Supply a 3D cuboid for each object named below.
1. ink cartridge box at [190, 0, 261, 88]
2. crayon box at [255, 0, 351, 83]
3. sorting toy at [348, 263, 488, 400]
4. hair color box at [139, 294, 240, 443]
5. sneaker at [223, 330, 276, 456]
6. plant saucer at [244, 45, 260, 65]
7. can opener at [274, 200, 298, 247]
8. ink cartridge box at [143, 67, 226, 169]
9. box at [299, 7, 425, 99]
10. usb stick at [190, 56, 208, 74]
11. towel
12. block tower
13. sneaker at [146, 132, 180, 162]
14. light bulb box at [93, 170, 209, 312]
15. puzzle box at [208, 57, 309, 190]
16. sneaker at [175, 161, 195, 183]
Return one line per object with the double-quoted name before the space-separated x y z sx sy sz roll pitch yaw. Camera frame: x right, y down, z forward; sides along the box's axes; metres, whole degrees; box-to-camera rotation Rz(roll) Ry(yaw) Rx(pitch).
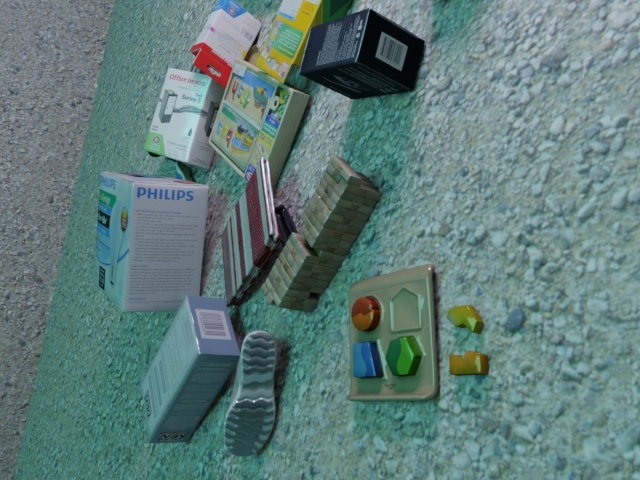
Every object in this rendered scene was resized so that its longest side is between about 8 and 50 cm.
"ink cartridge box" -0.289 -0.580 1.788 0.078 0.134 0.231 14 75 54
"crayon box" -0.033 -0.551 1.506 0.323 0.083 0.203 -63 36 15
"sorting toy" 0.145 0.155 1.024 0.307 0.041 0.229 -19 62 50
"hair color box" -0.342 0.335 1.541 0.374 0.113 0.185 -57 39 31
"sneaker" -0.145 0.335 1.338 0.115 0.105 0.282 -175 98 -85
"plant saucer" -0.200 -0.536 1.791 0.083 0.015 0.084 -23 60 48
"can opener" -0.084 -0.036 1.406 0.186 0.059 0.073 -129 18 -56
"ink cartridge box" -0.410 -0.381 1.882 0.198 0.114 0.273 18 92 30
"box" 0.079 -0.369 1.219 0.207 0.153 0.108 12 87 54
"usb stick" -0.420 -0.597 2.093 0.077 0.045 0.278 29 101 55
"towel" -0.176 -0.013 1.481 0.329 0.037 0.237 -53 39 47
"block tower" 0.000 0.000 1.243 0.336 0.097 0.091 -61 37 21
"sneaker" -0.530 -0.326 2.088 0.295 0.104 0.147 -26 52 42
"light bulb box" -0.512 -0.009 1.792 0.358 0.225 0.361 17 103 55
"puzzle box" -0.184 -0.322 1.642 0.409 0.052 0.272 43 116 52
"sneaker" -0.464 -0.192 1.987 0.085 0.058 0.152 -49 48 19
